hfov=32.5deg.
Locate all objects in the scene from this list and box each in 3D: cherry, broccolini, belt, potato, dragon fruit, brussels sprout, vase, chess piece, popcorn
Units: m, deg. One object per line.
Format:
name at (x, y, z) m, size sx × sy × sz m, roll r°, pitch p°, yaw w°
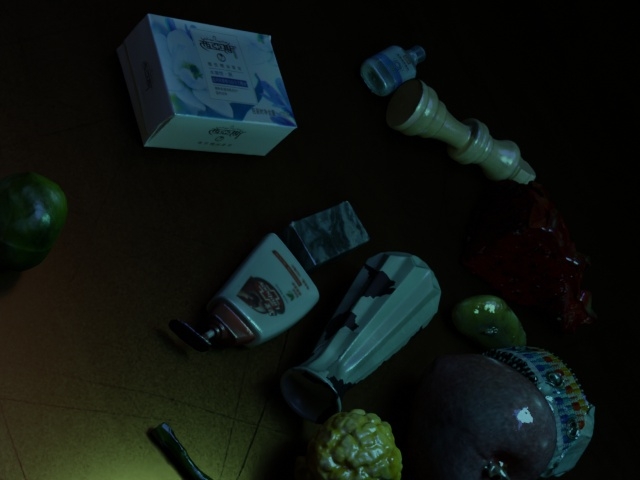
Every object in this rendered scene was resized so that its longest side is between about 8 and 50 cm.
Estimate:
cherry at (0.267, 0.325, 1.891) m, size 0.221 × 0.261 × 0.307 m, roll 41°, pitch 13°, yaw -43°
broccolini at (-0.150, 0.365, 1.627) m, size 0.254 × 0.057 × 0.071 m, roll 51°, pitch -1°, yaw -8°
belt at (0.385, 0.319, 2.033) m, size 0.150 × 0.207 × 0.257 m, roll -2°, pitch 58°, yaw -40°
potato at (0.340, 0.173, 2.170) m, size 0.188 × 0.105 × 0.085 m, roll 44°, pitch 23°, yaw -30°
dragon fruit at (0.500, 0.011, 2.326) m, size 0.329 × 0.228 × 0.286 m, roll 40°, pitch 42°, yaw -13°
brussels sprout at (-0.428, -0.032, 1.566) m, size 0.117 × 0.155 × 0.155 m, roll 15°, pitch 55°, yaw -34°
vase at (0.072, 0.163, 1.898) m, size 0.165 × 0.165 × 0.360 m, roll 50°, pitch 46°, yaw -5°
chess piece at (0.326, -0.218, 2.401) m, size 0.397 × 0.117 × 0.117 m, roll 25°, pitch 49°, yaw -31°
popcorn at (0.045, 0.356, 1.729) m, size 0.180 × 0.180 × 0.170 m, roll 36°, pitch 43°, yaw -20°

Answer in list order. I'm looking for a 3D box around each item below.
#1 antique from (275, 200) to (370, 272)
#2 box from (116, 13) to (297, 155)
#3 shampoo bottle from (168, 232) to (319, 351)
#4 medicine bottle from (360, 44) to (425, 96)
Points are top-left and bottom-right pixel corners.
antique at (0.000, 0.000, 1.977) m, size 0.183 × 0.086 × 0.088 m, roll -23°, pitch 81°, yaw -48°
box at (-0.198, -0.271, 1.948) m, size 0.274 × 0.116 × 0.203 m, roll 2°, pitch 62°, yaw -42°
shampoo bottle at (-0.126, 0.106, 1.802) m, size 0.153 × 0.071 × 0.284 m, roll 54°, pitch 40°, yaw 1°
medicine bottle at (0.165, -0.381, 2.401) m, size 0.090 × 0.053 × 0.208 m, roll 54°, pitch 41°, yaw -1°
